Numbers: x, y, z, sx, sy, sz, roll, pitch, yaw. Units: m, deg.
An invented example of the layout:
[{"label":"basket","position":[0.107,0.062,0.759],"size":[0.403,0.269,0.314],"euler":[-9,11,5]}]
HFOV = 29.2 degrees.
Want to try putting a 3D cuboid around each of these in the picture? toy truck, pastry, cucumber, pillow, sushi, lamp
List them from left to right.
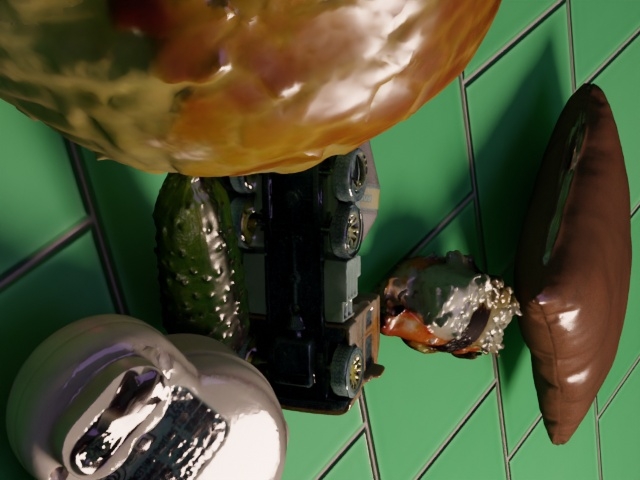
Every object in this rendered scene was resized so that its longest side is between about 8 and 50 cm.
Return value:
[{"label":"lamp","position":[-0.124,0.137,0.845],"size":[0.179,0.108,0.246],"euler":[-52,137,-13]},{"label":"cucumber","position":[-0.085,0.019,0.866],"size":[0.069,0.069,0.227],"euler":[-53,158,-32]},{"label":"pastry","position":[-0.040,-0.215,0.683],"size":[0.388,0.313,0.388],"euler":[-16,111,-49]},{"label":"toy truck","position":[0.000,0.000,0.994],"size":[0.140,0.108,0.256],"euler":[-32,123,-64]},{"label":"sushi","position":[0.131,0.062,1.207],"size":[0.226,0.103,0.097],"euler":[22,65,-58]},{"label":"pillow","position":[0.291,0.034,1.389],"size":[0.305,0.108,0.308],"euler":[70,33,-48]}]
